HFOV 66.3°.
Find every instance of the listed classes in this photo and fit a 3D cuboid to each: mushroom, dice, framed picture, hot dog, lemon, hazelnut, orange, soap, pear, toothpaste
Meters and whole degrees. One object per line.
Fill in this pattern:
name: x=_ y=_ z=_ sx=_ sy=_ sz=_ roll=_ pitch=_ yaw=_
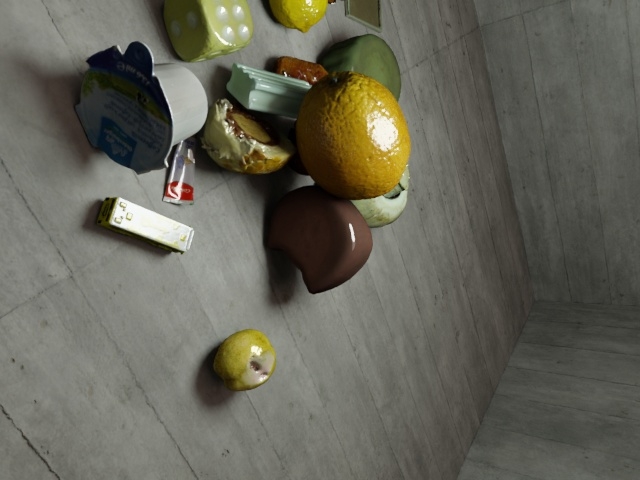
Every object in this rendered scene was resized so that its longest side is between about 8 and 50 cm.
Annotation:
mushroom: x=0.203 y=-0.225 z=1.822 sx=0.352 sy=0.260 sz=0.352 roll=10 pitch=77 yaw=-54
dice: x=-0.297 y=-0.580 z=1.303 sx=0.166 sy=0.169 sz=0.169 roll=-36 pitch=115 yaw=-45
framed picture: x=0.173 y=-1.046 z=1.993 sx=0.247 sy=0.022 sz=0.335 roll=-6 pitch=93 yaw=-50
hot dog: x=-0.070 y=-0.530 z=1.625 sx=0.227 sy=0.099 sz=0.161 roll=2 pitch=88 yaw=-45
lemon: x=-0.072 y=-0.785 z=1.563 sx=0.192 sy=0.192 sz=0.231 roll=-32 pitch=120 yaw=-46
hazelnut: x=-0.026 y=-0.312 z=1.616 sx=0.178 sy=0.178 sz=0.204 roll=30 pitch=83 yaw=-45
orange: x=0.092 y=-0.292 z=1.377 sx=0.322 sy=0.322 sz=0.357 roll=-53 pitch=137 yaw=-37
soap: x=-0.124 y=-0.433 z=1.452 sx=0.265 sy=0.160 sz=0.088 roll=0 pitch=126 yaw=-40
pear: x=-0.215 y=0.338 z=1.376 sx=0.178 sy=0.178 sz=0.178 roll=2 pitch=87 yaw=-50
toothpaste: x=-0.360 y=-0.245 z=1.318 sx=0.075 sy=0.048 sz=0.301 roll=16 pitch=79 yaw=-53

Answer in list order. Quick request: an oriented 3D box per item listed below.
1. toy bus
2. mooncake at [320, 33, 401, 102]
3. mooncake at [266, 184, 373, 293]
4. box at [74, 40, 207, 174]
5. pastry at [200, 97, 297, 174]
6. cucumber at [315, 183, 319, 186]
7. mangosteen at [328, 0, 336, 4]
toy bus: x=-0.426 y=-0.037 z=1.208 sx=0.226 sy=0.074 sz=0.081 roll=29 pitch=66 yaw=-45
mooncake: x=0.147 y=-0.587 z=1.825 sx=0.351 sy=0.187 sz=0.351 roll=-1 pitch=92 yaw=-47
mooncake: x=0.000 y=0.000 z=1.527 sx=0.174 sy=0.325 sz=0.334 roll=3 pitch=98 yaw=-62
box: x=-0.387 y=-0.330 z=1.133 sx=0.291 sy=0.262 sz=0.206 roll=-63 pitch=173 yaw=32
pastry: x=-0.209 y=-0.267 z=1.380 sx=0.237 sy=0.170 sz=0.256 roll=44 pitch=22 yaw=4
cucumber: x=-0.027 y=-0.101 z=1.706 sx=0.056 sy=0.056 sz=0.284 roll=40 pitch=57 yaw=-42
mangosteen: x=0.066 y=-0.965 z=1.738 sx=0.265 sy=0.228 sz=0.228 roll=90 pitch=15 yaw=-70
